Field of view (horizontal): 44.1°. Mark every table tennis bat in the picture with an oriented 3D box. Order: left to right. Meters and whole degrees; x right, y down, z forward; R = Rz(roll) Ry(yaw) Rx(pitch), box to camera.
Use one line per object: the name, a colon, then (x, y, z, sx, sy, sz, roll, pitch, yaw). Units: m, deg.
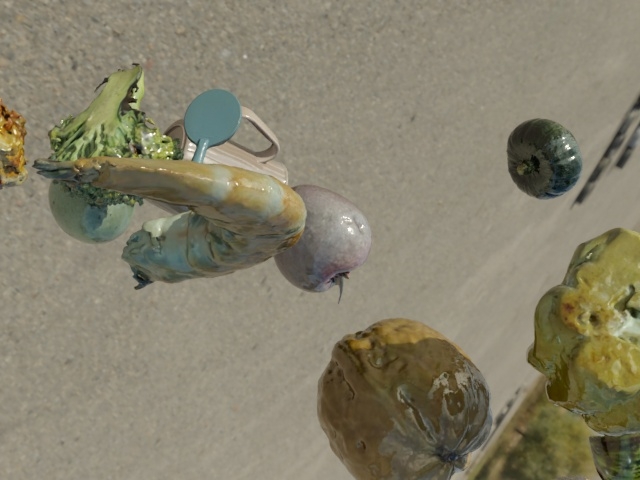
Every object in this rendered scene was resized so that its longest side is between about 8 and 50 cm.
table tennis bat: (-0.190, -0.192, 1.349, 0.019, 0.100, 0.155, 74, 29, -67)

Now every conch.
conch: (0.576, 0.379, 1.426, 0.181, 0.124, 0.187, -21, 164, -19)

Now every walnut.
walnut: (0.144, 0.299, 1.479, 0.306, 0.344, 0.306, -11, 117, -23)

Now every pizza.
pizza: (-0.502, -0.199, 1.122, 0.085, 0.161, 0.305, -51, 135, -34)

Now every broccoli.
broccoli: (-0.351, -0.160, 1.422, 0.180, 0.242, 0.273, 58, 39, -45)

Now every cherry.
cherry: (0.000, 0.000, 1.626, 0.213, 0.266, 0.183, -38, -177, 28)

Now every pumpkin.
pumpkin: (0.562, -0.206, 2.012, 0.152, 0.211, 0.211, -16, 139, -35)

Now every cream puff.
cream puff: (0.482, 0.152, 1.204, 0.324, 0.291, 0.257, -50, 159, -16)

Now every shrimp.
shrimp: (-0.104, -0.015, 0.680, 0.287, 0.185, 0.068, 81, 3, -79)

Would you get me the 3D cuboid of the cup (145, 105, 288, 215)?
cup: (-0.217, -0.139, 1.756, 0.288, 0.273, 0.208, -28, -133, 44)

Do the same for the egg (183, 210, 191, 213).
egg: (-0.206, -0.009, 1.308, 0.110, 0.085, 0.085, -82, -170, -56)

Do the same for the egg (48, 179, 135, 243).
egg: (-0.467, -0.086, 1.616, 0.169, 0.236, 0.169, -13, 125, -20)

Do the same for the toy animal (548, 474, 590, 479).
toy animal: (0.584, 0.740, 2.021, 0.358, 0.188, 0.226, -42, -165, -15)
